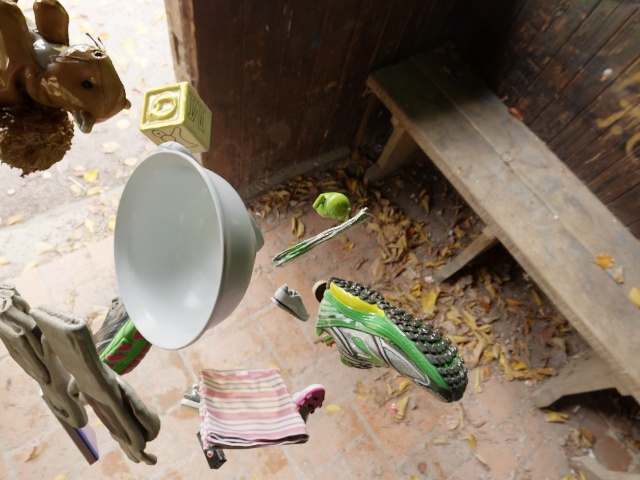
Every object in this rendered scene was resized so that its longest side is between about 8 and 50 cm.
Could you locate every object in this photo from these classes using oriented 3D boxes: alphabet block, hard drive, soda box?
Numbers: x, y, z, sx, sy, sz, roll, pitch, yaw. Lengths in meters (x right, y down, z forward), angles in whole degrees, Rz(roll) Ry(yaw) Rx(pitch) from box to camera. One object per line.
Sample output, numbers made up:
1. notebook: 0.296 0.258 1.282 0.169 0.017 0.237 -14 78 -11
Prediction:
1. alphabet block: -0.556 -0.465 1.573 0.192 0.197 0.193 -7 71 10
2. hard drive: -0.910 0.638 1.469 0.040 0.210 0.319 -30 110 -28
3. soda box: -0.458 0.869 1.699 0.060 0.053 0.169 -43 51 -1

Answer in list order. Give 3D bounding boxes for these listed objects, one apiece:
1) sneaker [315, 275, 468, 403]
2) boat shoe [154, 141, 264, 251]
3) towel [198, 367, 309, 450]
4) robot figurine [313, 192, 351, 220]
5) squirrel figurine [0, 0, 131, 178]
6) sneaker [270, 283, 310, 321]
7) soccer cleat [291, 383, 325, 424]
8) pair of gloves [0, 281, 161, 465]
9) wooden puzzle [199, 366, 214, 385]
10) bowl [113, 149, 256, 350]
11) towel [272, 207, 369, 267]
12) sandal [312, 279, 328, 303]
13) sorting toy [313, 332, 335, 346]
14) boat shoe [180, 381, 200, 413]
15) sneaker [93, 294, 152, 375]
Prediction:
1. sneaker: 0.124 0.201 0.780 0.134 0.146 0.343 13 11 -43
2. boat shoe: -0.266 -0.062 0.918 0.335 0.121 0.119 49 56 -32
3. towel: -0.110 0.243 0.617 0.144 0.197 0.029 6 100 -20
4. robot figurine: 0.032 -0.093 1.072 0.101 0.115 0.067 26 83 -29
5. squirrel figurine: -0.651 -0.353 0.940 0.370 0.397 0.281 25 32 -12
6. sneaker: -0.108 0.273 1.739 0.090 0.235 0.095 27 79 44
7. soccer cleat: -0.084 0.688 1.718 0.116 0.331 0.143 11 33 -25
8. pair of gloves: -0.272 0.143 0.447 0.240 0.204 0.042 3 30 34
9. wooden puzzle: -0.485 0.606 1.756 0.078 0.014 0.116 3 41 -4
10. bowl: -0.200 0.013 0.652 0.134 0.298 0.298 -3 58 -53
11. towel: 0.000 0.000 1.299 0.324 0.248 0.038 -29 86 -4
12. sandal: 0.060 0.189 1.112 0.088 0.079 0.240 -42 111 -4
13. sorting toy: 0.069 0.304 1.332 0.274 0.132 0.046 -21 80 -55
14. boat shoe: -0.381 0.639 1.568 0.305 0.109 0.091 22 53 -9
15. sneaker: -0.555 0.194 1.292 0.202 0.185 0.483 32 70 28
